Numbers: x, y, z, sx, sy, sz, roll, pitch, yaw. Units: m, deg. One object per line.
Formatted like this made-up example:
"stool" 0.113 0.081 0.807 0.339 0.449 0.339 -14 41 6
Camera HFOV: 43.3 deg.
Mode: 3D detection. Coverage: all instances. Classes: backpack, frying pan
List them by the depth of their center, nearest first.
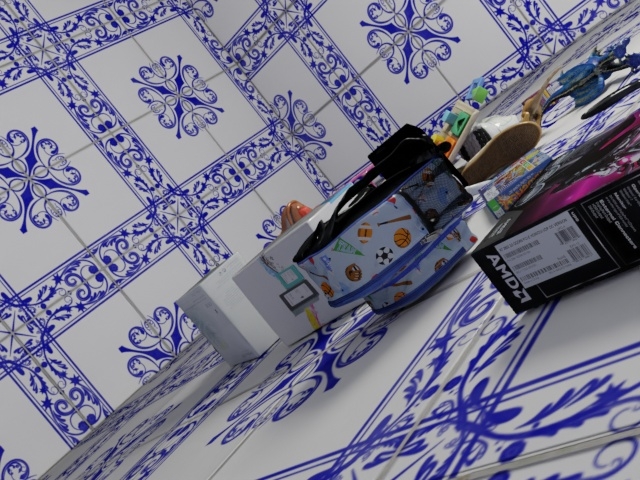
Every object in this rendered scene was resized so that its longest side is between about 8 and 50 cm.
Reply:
"frying pan" 0.586 -0.287 1.296 0.326 0.053 0.197 -40 4 7
"backpack" 0.099 0.002 1.306 0.263 0.213 0.276 -32 -6 -28

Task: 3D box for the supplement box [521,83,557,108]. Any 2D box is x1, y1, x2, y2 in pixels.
"supplement box" 0.594 -0.376 2.172 0.043 0.055 0.083 -40 5 -41

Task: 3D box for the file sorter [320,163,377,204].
"file sorter" 0.163 -0.110 2.129 0.290 0.182 0.202 -35 5 43

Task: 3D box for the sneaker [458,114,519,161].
"sneaker" 0.449 -0.287 2.212 0.118 0.110 0.292 -32 11 -11

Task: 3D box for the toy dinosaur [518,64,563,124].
"toy dinosaur" 0.480 -0.301 1.820 0.211 0.064 0.112 94 -169 -72

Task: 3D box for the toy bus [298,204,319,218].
"toy bus" 0.030 -0.003 1.942 0.149 0.211 0.220 -40 3 0

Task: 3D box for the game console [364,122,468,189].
"game console" 0.136 -0.075 1.798 0.361 0.213 0.044 -40 -8 7

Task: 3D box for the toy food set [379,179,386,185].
"toy food set" 0.315 -0.203 2.624 0.306 0.092 0.220 -37 -7 3

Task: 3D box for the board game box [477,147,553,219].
"board game box" 0.353 -0.106 1.453 0.136 0.035 0.201 -38 4 13

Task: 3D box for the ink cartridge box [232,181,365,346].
"ink cartridge box" -0.004 0.053 1.693 0.270 0.197 0.198 -35 6 41

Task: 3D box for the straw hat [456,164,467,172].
"straw hat" 0.345 -0.193 2.300 0.144 0.061 0.144 -38 5 4

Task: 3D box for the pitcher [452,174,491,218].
"pitcher" 0.257 -0.086 1.611 0.177 0.126 0.207 -22 -3 15

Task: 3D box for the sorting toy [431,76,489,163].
"sorting toy" 0.348 -0.290 2.193 0.348 0.047 0.196 -63 14 14

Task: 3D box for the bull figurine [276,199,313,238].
"bull figurine" 0.000 0.000 2.227 0.101 0.310 0.189 -5 68 45

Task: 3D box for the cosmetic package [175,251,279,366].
"cosmetic package" -0.213 0.176 1.984 0.138 0.225 0.224 -43 6 -28

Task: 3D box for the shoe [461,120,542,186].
"shoe" 0.397 -0.197 1.779 0.219 0.076 0.058 -38 9 37

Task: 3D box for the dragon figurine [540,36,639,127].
"dragon figurine" 0.584 -0.354 1.795 0.289 0.085 0.144 -35 5 26

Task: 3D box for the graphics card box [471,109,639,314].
"graphics card box" 0.345 -0.074 0.792 0.233 0.094 0.371 -42 5 -40

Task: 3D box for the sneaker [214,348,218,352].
"sneaker" -0.158 0.186 2.170 0.295 0.124 0.178 -40 -6 -31
